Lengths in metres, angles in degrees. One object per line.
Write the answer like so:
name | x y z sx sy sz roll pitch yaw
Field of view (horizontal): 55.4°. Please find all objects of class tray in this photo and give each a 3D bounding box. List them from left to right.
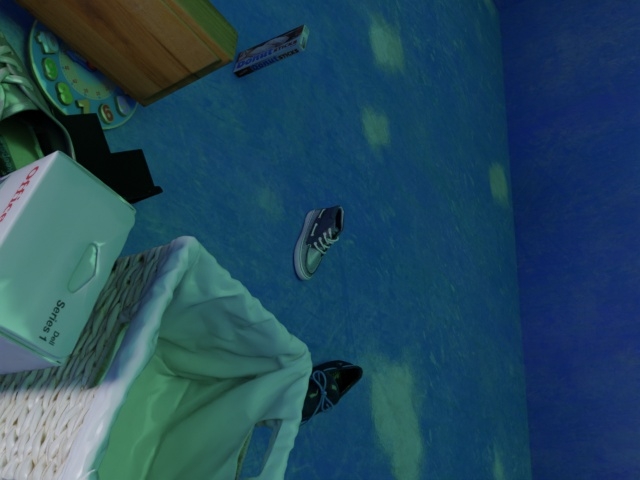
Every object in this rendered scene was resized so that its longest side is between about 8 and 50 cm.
tray | -0.328 -0.372 0.867 0.411 0.203 0.076 41 42 -44

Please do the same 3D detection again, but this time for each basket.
basket | -0.222 0.229 0.822 0.331 0.266 0.328 51 41 -38

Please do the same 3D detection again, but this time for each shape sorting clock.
shape sorting clock | -0.376 -0.283 0.993 0.206 0.040 0.206 24 60 -49

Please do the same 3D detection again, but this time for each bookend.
bookend | -0.349 -0.127 0.950 0.156 0.072 0.157 -26 100 -56

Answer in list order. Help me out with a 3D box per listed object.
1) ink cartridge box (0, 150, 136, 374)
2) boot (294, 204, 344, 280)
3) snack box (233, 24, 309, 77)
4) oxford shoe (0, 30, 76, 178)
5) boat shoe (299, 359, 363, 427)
ink cartridge box | -0.367 0.038 0.683 0.117 0.278 0.201 46 44 -38
boot | 0.000 0.000 1.396 0.069 0.086 0.190 42 47 -40
snack box | -0.106 -0.401 1.299 0.022 0.178 0.064 43 46 -43
oxford shoe | -0.448 -0.218 0.792 0.169 0.130 0.449 -37 107 -51
boat shoe | 0.001 0.305 1.289 0.258 0.089 0.109 -28 102 -55
